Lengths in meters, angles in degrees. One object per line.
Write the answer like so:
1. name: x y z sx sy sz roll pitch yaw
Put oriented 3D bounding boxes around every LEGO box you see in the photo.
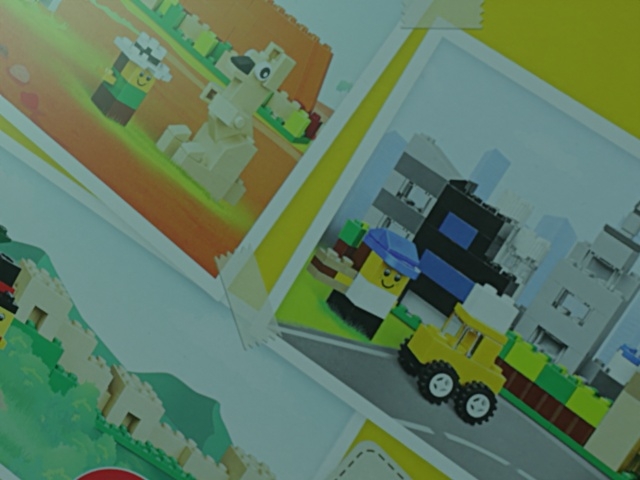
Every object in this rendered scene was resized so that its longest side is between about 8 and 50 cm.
1. LEGO box: 0.000 0.000 0.548 0.372 0.500 0.193 -56 164 13
